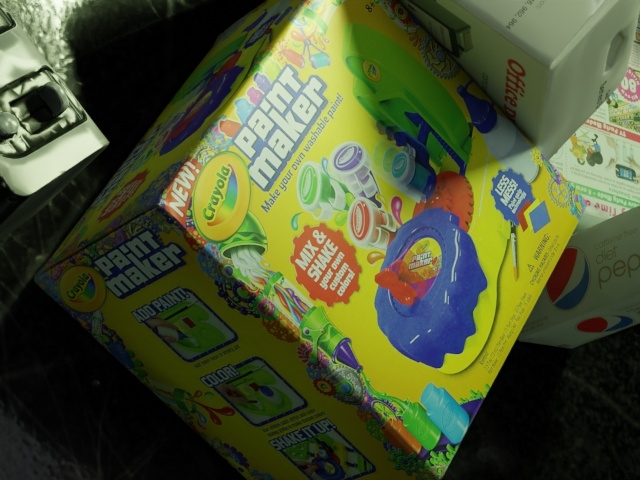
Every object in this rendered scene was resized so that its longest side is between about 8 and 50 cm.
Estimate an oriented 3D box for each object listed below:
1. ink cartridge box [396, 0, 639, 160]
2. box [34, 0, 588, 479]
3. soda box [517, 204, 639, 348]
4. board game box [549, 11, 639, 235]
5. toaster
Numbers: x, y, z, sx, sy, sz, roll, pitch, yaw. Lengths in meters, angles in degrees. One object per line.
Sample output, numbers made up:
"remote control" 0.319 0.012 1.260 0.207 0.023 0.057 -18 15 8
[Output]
"ink cartridge box" 0.099 -0.202 1.461 0.273 0.198 0.115 38 76 16
"box" 0.000 0.000 1.403 0.279 0.177 0.290 44 52 -15
"soda box" 0.251 0.025 1.564 0.069 0.216 0.074 9 67 -34
"board game box" 0.179 -0.151 1.656 0.224 0.097 0.303 16 63 -32
"toaster" -0.248 -0.072 1.245 0.168 0.185 0.110 53 47 0
